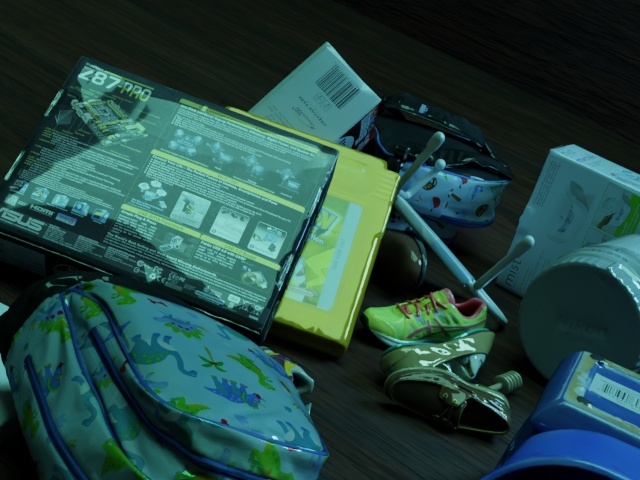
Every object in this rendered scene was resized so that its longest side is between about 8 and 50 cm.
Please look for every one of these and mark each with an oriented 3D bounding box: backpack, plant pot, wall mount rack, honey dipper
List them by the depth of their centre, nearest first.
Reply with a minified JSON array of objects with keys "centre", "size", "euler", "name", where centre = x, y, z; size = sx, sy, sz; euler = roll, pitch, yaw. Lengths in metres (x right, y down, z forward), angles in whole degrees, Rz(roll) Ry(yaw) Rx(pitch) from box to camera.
[{"centre":[-0.143,0.190,1.198],"size":[0.290,0.273,0.355],"euler":[30,28,-31],"name":"backpack"},{"centre":[0.319,0.268,1.414],"size":[0.236,0.212,0.236],"euler":[25,22,14],"name":"plant pot"},{"centre":[0.226,0.211,1.736],"size":[0.030,0.030,0.161],"euler":[32,27,31],"name":"honey dipper"},{"centre":[0.216,-0.033,1.973],"size":[0.350,0.130,0.304],"euler":[49,5,7],"name":"wall mount rack"},{"centre":[0.205,-0.113,2.281],"size":[0.263,0.213,0.276],"euler":[9,30,-9],"name":"backpack"}]

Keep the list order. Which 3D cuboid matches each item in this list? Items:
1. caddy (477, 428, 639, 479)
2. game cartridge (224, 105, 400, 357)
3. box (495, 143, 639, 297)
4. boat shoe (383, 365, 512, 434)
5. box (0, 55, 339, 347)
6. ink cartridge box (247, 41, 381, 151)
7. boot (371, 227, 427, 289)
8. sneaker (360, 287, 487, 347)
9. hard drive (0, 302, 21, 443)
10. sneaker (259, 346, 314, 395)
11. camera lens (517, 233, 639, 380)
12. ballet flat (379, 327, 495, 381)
[{"centre":[0.280,0.330,1.187],"size":[0.341,0.241,0.179],"euler":[23,16,12],"name":"caddy"},{"centre":[-0.056,-0.020,1.785],"size":[0.285,0.052,0.323],"euler":[19,59,0],"name":"game cartridge"},{"centre":[0.459,0.002,2.135],"size":[0.231,0.262,0.127],"euler":[28,22,25],"name":"box"},{"centre":[0.170,0.211,1.634],"size":[0.178,0.064,0.060],"euler":[17,19,-12],"name":"boat shoe"},{"centre":[-0.210,-0.053,1.692],"size":[0.395,0.097,0.318],"euler":[20,59,3],"name":"box"},{"centre":[-0.047,-0.154,2.046],"size":[0.130,0.272,0.309],"euler":[48,-3,5],"name":"ink cartridge box"},{"centre":[0.000,0.000,1.978],"size":[0.280,0.096,0.264],"euler":[2,28,-34],"name":"boot"},{"centre":[0.155,0.108,1.837],"size":[0.208,0.094,0.081],"euler":[6,26,-28],"name":"sneaker"},{"centre":[-0.395,0.145,1.341],"size":[0.203,0.040,0.307],"euler":[24,21,13],"name":"hard drive"},{"centre":[-0.078,0.176,1.499],"size":[0.084,0.069,0.185],"euler":[23,21,25],"name":"sneaker"},{"centre":[0.451,0.110,1.913],"size":[0.219,0.219,0.274],"euler":[31,24,28],"name":"camera lens"},{"centre":[0.173,0.175,1.747],"size":[0.232,0.080,0.073],"euler":[-6,60,-44],"name":"ballet flat"}]
